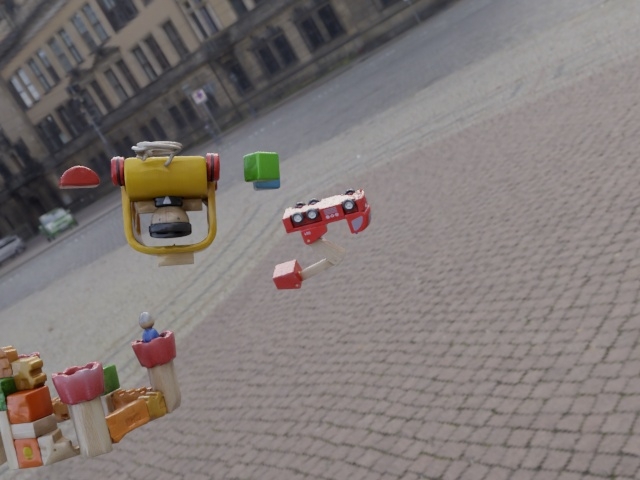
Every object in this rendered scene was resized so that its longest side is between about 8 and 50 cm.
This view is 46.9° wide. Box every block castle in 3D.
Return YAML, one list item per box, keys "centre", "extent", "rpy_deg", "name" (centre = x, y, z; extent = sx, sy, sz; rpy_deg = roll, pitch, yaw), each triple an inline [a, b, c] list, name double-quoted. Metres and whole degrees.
- centre: [-0.528, 0.283, 1.428]
  extent: [0.453, 0.213, 0.303]
  rpy_deg: [-11, 3, 26]
  name: "block castle"

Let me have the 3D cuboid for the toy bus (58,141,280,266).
- centre: [-0.147, -0.027, 0.730]
  extent: [0.191, 0.104, 0.202]
  rpy_deg: [-5, -1, 36]
  name: "toy bus"

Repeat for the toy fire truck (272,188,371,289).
- centre: [0.000, 0.000, 1.219]
  extent: [0.192, 0.135, 0.047]
  rpy_deg: [-14, 25, 13]
  name: "toy fire truck"
